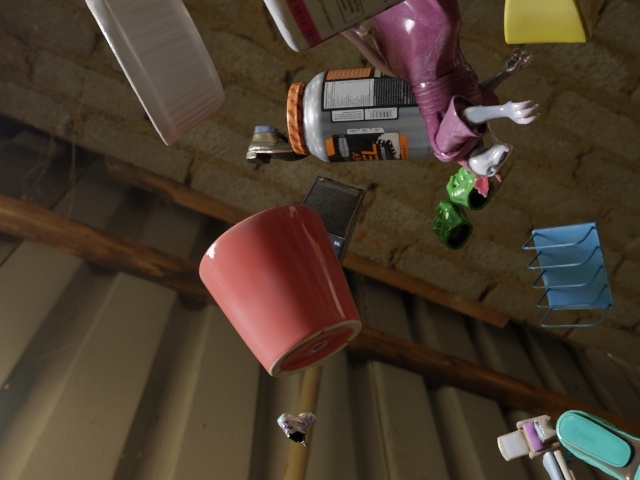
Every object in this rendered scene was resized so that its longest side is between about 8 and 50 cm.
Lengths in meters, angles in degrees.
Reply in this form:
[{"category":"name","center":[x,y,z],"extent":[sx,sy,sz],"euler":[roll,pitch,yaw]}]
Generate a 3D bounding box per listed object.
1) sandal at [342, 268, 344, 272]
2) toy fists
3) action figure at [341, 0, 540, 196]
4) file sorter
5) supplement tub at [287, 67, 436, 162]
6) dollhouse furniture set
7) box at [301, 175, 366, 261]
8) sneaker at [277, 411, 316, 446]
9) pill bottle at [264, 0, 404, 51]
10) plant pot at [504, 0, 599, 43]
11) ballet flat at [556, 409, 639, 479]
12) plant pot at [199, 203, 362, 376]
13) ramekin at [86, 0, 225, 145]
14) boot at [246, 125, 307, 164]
[{"category":"sandal","center":[-0.014,0.120,1.659],"extent":[0.040,0.179,0.067],"euler":[17,-122,-63]},{"category":"toy fists","center":[0.431,-0.113,1.822],"extent":[0.096,0.279,0.142],"euler":[12,-150,-14]},{"category":"action figure","center":[0.175,-0.232,0.883],"extent":[0.370,0.276,0.248],"euler":[69,-155,-9]},{"category":"file sorter","center":[0.462,0.067,1.103],"extent":[0.118,0.170,0.104],"euler":[-8,-167,39]},{"category":"supplement tub","center":[0.101,-0.263,1.234],"extent":[0.316,0.193,0.193],"euler":[0,-158,13]},{"category":"dollhouse furniture set","center":[0.408,0.491,1.144],"extent":[0.303,0.198,0.286],"euler":[51,-161,-59]},{"category":"box","center":[0.000,0.000,1.892],"extent":[0.183,0.296,0.294],"euler":[18,-143,4]},{"category":"sneaker","center":[-0.036,0.383,1.181],"extent":[0.098,0.038,0.069],"euler":[11,-146,-42]},{"category":"pill bottle","center":[0.068,-0.308,0.542],"extent":[0.160,0.283,0.160],"euler":[-24,-90,-80]},{"category":"plant pot","center":[0.559,-0.627,1.437],"extent":[0.212,0.212,0.187],"euler":[10,170,31]},{"category":"ballet flat","center":[0.473,0.330,0.866],"extent":[0.087,0.083,0.247],"euler":[22,-175,-44]},{"category":"plant pot","center":[-0.061,0.108,1.127],"extent":[0.275,0.275,0.243],"euler":[-3,-126,-47]},{"category":"ramekin","center":[-0.262,-0.303,0.970],"extent":[0.127,0.272,0.273],"euler":[-28,-134,-8]},{"category":"boot","center":[-0.117,-0.279,1.646],"extent":[0.219,0.106,0.082],"euler":[-1,168,33]}]
